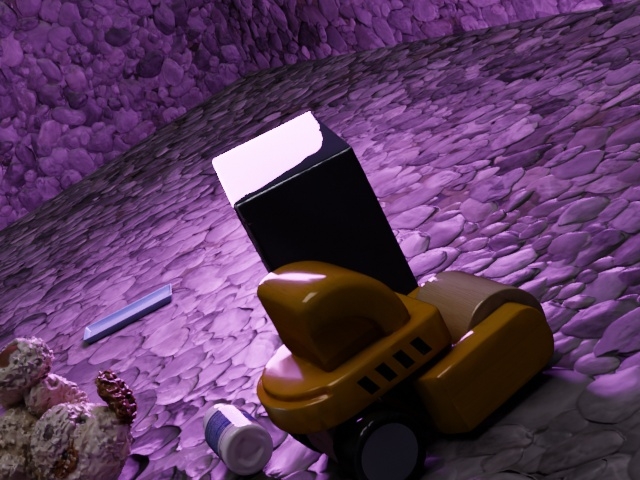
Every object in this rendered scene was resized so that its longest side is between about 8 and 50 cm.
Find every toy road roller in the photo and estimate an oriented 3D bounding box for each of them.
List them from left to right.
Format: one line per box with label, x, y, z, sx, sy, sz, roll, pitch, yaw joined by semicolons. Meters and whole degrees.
toy road roller;0.076;0.106;1.185;0.329;0.241;0.202;-34;21;-18

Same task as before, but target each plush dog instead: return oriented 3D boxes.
plush dog;-0.366;0.292;1.463;0.225;0.210;0.263;5;63;34

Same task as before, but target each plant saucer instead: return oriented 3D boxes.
plant saucer;-0.372;0.144;2.018;0.192;0.018;0.067;-28;19;0

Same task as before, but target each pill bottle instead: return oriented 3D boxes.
pill bottle;-0.110;0.250;1.329;0.067;0.067;0.120;-33;20;-15

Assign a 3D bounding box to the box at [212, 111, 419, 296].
box;0.000;0.000;1.475;0.182;0.294;0.296;-29;20;-2
